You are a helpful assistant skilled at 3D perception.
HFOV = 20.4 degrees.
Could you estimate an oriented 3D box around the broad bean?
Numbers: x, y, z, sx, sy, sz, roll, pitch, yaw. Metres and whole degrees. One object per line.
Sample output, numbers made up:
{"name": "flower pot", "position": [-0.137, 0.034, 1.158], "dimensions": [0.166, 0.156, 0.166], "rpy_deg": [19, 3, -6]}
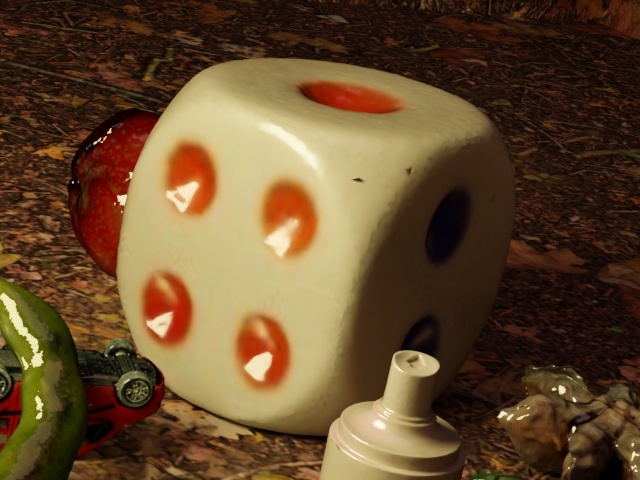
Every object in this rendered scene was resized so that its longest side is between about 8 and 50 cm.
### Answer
{"name": "broad bean", "position": [-0.253, 0.141, 1.402], "dimensions": [0.144, 0.049, 0.292], "rpy_deg": [13, 51, -21]}

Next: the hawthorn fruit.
{"name": "hawthorn fruit", "position": [-0.159, -0.033, 1.954], "dimensions": [0.251, 0.189, 0.189], "rpy_deg": [24, 17, -7]}

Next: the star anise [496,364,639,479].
{"name": "star anise", "position": [0.283, 0.187, 1.694], "dimensions": [0.236, 0.093, 0.229], "rpy_deg": [11, 19, 2]}

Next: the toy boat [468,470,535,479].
{"name": "toy boat", "position": [0.221, 0.248, 1.545], "dimensions": [0.210, 0.052, 0.104], "rpy_deg": [14, 16, 1]}

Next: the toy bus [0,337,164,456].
{"name": "toy bus", "position": [-0.233, 0.136, 1.524], "dimensions": [0.195, 0.089, 0.081], "rpy_deg": [4, 21, -21]}

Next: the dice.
{"name": "dice", "position": [0.000, 0.000, 1.734], "dimensions": [0.277, 0.304, 0.304], "rpy_deg": [23, 21, 27]}

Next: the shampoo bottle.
{"name": "shampoo bottle", "position": [0.029, 0.213, 1.122], "dimensions": [0.092, 0.303, 0.092], "rpy_deg": [10, 19, -3]}
